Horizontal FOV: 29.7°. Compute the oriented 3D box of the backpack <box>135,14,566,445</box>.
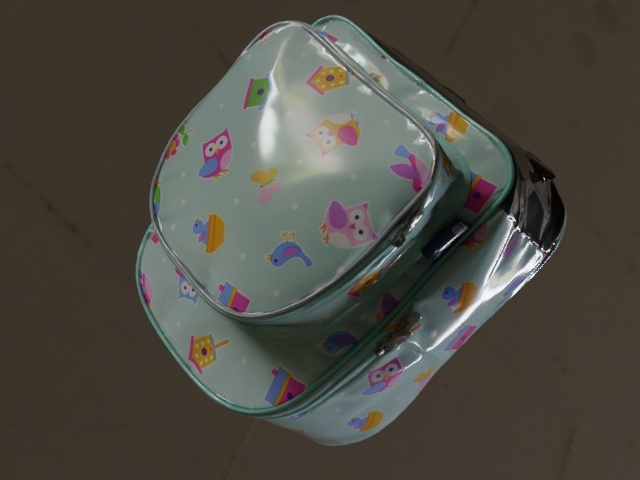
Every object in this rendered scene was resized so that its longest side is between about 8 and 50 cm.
[{"bbox_3d":[0.000,0.000,0.592,0.166,0.188,0.144,45,-165,33],"label":"backpack"}]
